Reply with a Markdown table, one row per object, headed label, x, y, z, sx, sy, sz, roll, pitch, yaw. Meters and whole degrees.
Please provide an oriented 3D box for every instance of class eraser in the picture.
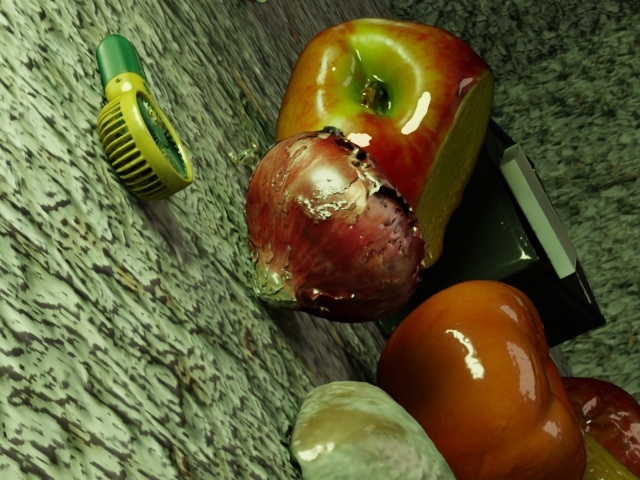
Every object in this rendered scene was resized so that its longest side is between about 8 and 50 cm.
| label | x | y | z | sx | sy | sz | roll | pitch | yaw |
| --- | --- | --- | --- | --- | --- | --- | --- | --- | --- |
| eraser | 0.253 | -0.036 | 1.759 | 0.150 | 0.023 | 0.104 | 61 | 16 | -8 |

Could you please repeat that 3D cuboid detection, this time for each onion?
| label | x | y | z | sx | sy | sz | roll | pitch | yaw |
| --- | --- | --- | --- | --- | --- | --- | --- | --- | --- |
| onion | 0.000 | 0.000 | 1.308 | 0.147 | 0.184 | 0.184 | -41 | 109 | -35 |

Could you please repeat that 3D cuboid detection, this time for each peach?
| label | x | y | z | sx | sy | sz | roll | pitch | yaw |
| --- | --- | --- | --- | --- | --- | --- | --- | --- | --- |
| peach | 0.072 | -0.103 | 1.619 | 0.245 | 0.249 | 0.274 | 46 | -15 | 34 |

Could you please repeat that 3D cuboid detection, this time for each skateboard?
| label | x | y | z | sx | sy | sz | roll | pitch | yaw |
| --- | --- | --- | --- | --- | --- | --- | --- | --- | --- |
| skateboard | -0.054 | -0.050 | 1.458 | 0.083 | 0.032 | 0.064 | 61 | 0 | 6 |

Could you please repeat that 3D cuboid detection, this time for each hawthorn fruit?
| label | x | y | z | sx | sy | sz | roll | pitch | yaw |
| --- | --- | --- | --- | --- | --- | --- | --- | --- | --- |
| hawthorn fruit | 0.377 | 0.283 | 2.027 | 0.242 | 0.272 | 0.241 | -17 | 90 | -80 |

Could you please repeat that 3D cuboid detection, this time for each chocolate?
| label | x | y | z | sx | sy | sz | roll | pitch | yaw |
| --- | --- | --- | --- | --- | --- | --- | --- | --- | --- |
| chocolate | 0.084 | 0.248 | 1.216 | 0.185 | 0.100 | 0.303 | -79 | 144 | -78 |

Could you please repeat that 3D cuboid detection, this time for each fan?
| label | x | y | z | sx | sy | sz | roll | pitch | yaw |
| --- | --- | --- | --- | --- | --- | --- | --- | --- | --- |
| fan | -0.139 | -0.093 | 1.125 | 0.082 | 0.039 | 0.155 | 50 | 15 | -48 |

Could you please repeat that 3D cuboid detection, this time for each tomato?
| label | x | y | z | sx | sy | sz | roll | pitch | yaw |
| --- | --- | --- | --- | --- | --- | --- | --- | --- | --- |
| tomato | 0.162 | 0.167 | 1.533 | 0.259 | 0.180 | 0.260 | 57 | 15 | -24 |

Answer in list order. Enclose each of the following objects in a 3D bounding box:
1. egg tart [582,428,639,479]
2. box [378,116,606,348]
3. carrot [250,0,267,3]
| label | x | y | z | sx | sy | sz | roll | pitch | yaw |
| --- | --- | --- | --- | --- | --- | --- | --- | --- | --- |
| egg tart | 0.285 | 0.307 | 1.766 | 0.147 | 0.203 | 0.202 | 57 | 9 | 17 |
| box | 0.182 | 0.006 | 1.891 | 0.345 | 0.204 | 0.251 | 32 | 33 | -62 |
| carrot | -0.099 | -0.391 | 1.987 | 0.069 | 0.069 | 0.336 | 55 | 10 | -35 |
